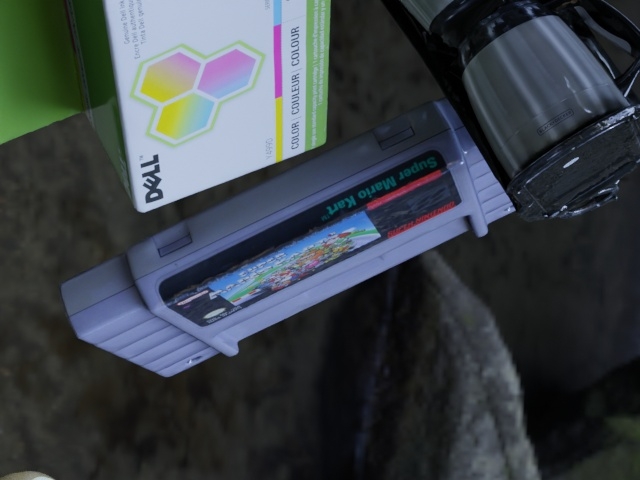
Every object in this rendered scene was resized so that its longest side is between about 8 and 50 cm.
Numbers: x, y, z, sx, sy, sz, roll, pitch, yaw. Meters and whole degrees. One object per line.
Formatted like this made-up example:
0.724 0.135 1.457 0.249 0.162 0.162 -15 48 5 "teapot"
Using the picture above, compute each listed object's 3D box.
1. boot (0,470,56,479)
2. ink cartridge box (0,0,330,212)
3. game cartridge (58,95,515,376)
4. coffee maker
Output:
-0.130 0.247 0.862 0.213 0.077 0.165 55 9 -52 "boot"
-0.129 -0.102 0.828 0.255 0.097 0.189 -22 147 -16 "ink cartridge box"
0.000 0.000 1.091 0.068 0.355 0.230 65 5 12 "game cartridge"
0.122 -0.109 0.933 0.178 0.120 0.171 61 -13 18 "coffee maker"
